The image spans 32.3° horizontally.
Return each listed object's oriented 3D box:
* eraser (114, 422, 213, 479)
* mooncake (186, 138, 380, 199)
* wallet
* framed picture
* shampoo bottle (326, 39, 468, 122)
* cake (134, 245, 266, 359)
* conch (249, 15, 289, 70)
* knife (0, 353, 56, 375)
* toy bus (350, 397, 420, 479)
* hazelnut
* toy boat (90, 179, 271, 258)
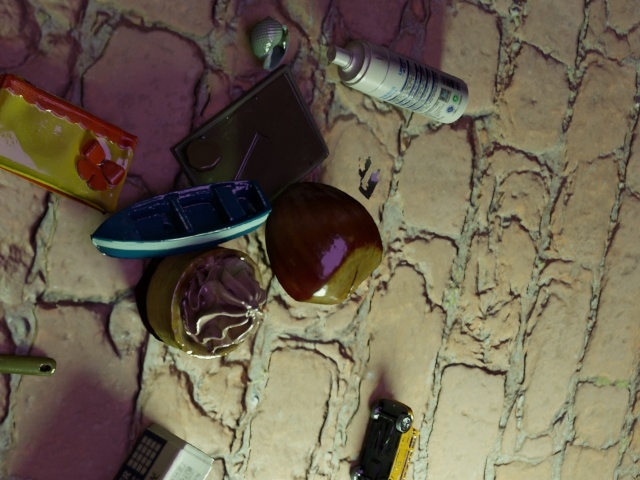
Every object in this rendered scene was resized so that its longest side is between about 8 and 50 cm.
[{"bbox_3d":[-0.295,0.445,1.797,0.081,0.124,0.279,40,74,-34],"label":"eraser"},{"bbox_3d":[-0.050,-0.126,1.854,0.347,0.057,0.150,24,78,-21],"label":"mooncake"},{"bbox_3d":[-0.391,-0.144,1.661,0.241,0.067,0.141,25,81,-36],"label":"wallet"},{"bbox_3d":[-0.113,-0.152,1.898,0.265,0.018,0.192,-40,119,-25],"label":"framed picture"},{"bbox_3d":[0.135,-0.295,2.013,0.303,0.092,0.092,14,89,-37],"label":"shampoo bottle"},{"bbox_3d":[-0.175,0.103,1.798,0.208,0.178,0.185,0,99,-34],"label":"cake"},{"bbox_3d":[-0.089,-0.333,1.861,0.076,0.057,0.085,-8,124,-55],"label":"conch"},{"bbox_3d":[-0.549,0.187,1.624,0.343,0.027,0.061,11,95,-37],"label":"knife"},{"bbox_3d":[0.133,0.405,2.137,0.088,0.083,0.194,16,91,-47],"label":"toy bus"},{"bbox_3d":[-0.002,0.002,1.921,0.212,0.181,0.181,-21,131,-45],"label":"hazelnut"},{"bbox_3d":[-0.224,-0.026,1.760,0.299,0.096,0.061,-14,150,-27],"label":"toy boat"}]
